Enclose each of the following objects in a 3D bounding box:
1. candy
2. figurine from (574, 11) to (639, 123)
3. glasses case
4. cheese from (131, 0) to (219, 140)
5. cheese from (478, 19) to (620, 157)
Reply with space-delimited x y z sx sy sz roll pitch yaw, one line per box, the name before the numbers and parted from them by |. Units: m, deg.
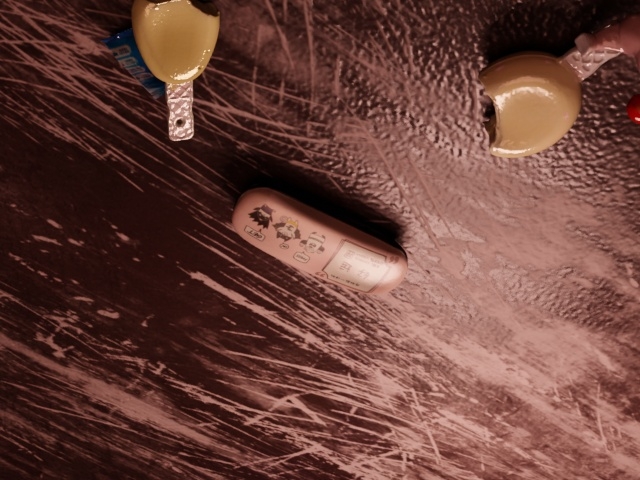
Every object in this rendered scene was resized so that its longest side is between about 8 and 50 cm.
candy | -0.260 -0.270 1.584 0.088 0.038 0.136 -16 136 27
figurine | 0.497 -0.284 1.368 0.287 0.176 0.186 -36 158 29
glasses case | 0.000 0.000 1.755 0.314 0.075 0.122 25 134 -13
cheese | -0.210 -0.259 1.551 0.127 0.050 0.255 -12 132 -15
cheese | 0.341 -0.213 1.508 0.249 0.071 0.163 -17 126 22
